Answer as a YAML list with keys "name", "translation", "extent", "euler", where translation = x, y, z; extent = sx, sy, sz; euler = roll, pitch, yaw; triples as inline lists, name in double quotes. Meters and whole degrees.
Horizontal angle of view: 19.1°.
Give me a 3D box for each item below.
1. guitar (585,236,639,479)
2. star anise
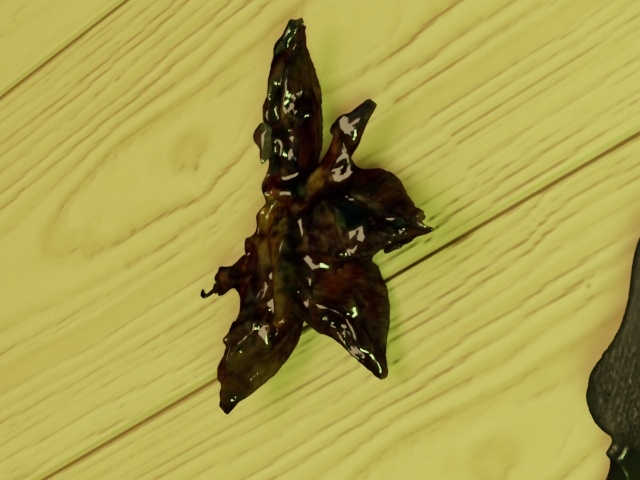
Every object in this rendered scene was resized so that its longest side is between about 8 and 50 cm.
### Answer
- name: "guitar"
  translation: [0.139, 0.111, 0.877]
  extent: [0.084, 0.038, 0.271]
  euler: [34, 105, 41]
- name: "star anise"
  translation: [0.003, 0.001, 1.003]
  extent: [0.157, 0.053, 0.212]
  euler: [26, 98, 41]
